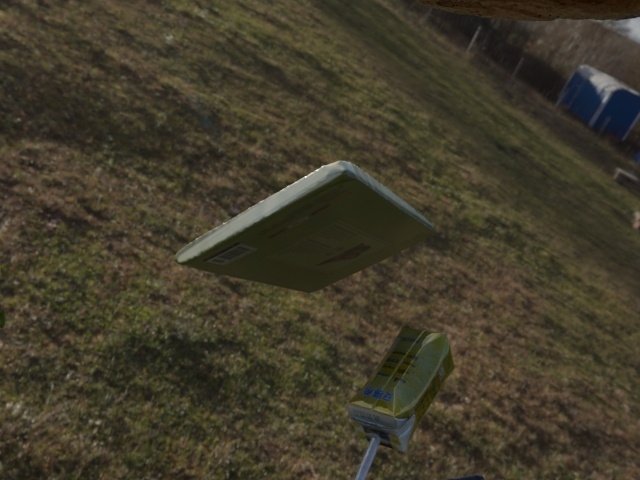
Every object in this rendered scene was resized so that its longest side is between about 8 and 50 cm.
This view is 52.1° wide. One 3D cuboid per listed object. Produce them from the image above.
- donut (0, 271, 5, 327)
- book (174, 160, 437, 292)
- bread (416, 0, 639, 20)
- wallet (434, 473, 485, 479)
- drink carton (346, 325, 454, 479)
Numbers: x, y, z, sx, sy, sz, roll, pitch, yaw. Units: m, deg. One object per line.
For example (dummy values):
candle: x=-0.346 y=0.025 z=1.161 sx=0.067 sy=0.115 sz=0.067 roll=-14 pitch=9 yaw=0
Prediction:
donut: x=-0.506 y=0.017 z=0.768 sx=0.370 sy=0.150 sz=0.307 roll=62 pitch=-3 yaw=12
book: x=0.000 y=0.000 z=0.875 sx=0.352 sy=0.239 sz=0.035 roll=20 pitch=45 yaw=-63
bread: x=0.129 y=-0.217 z=0.456 sx=0.246 sy=0.121 sz=0.174 roll=15 pitch=30 yaw=14
wallet: x=0.249 y=0.500 z=1.018 sx=0.146 sy=0.030 sz=0.285 roll=-4 pitch=43 yaw=-17
drink carton: x=0.084 y=0.189 z=0.771 sx=0.084 sy=0.074 sz=0.200 roll=8 pitch=37 yaw=34
